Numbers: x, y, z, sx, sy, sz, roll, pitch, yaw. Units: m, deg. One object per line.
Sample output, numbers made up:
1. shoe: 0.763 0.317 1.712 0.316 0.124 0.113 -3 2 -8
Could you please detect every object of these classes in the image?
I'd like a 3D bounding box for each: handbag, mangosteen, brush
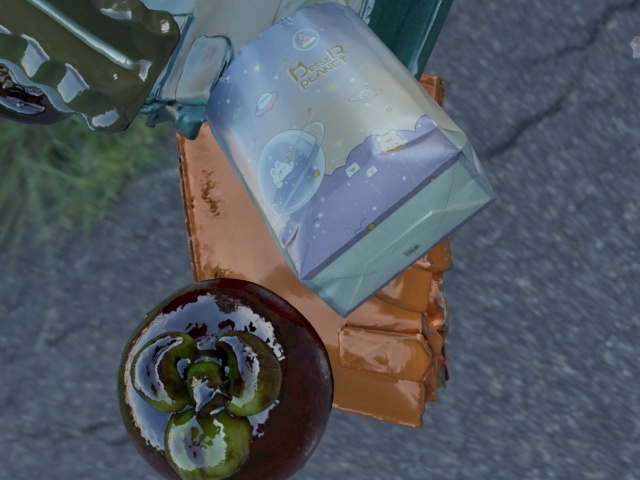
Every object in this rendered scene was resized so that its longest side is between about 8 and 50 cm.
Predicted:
1. handbag: -0.031 -0.190 1.159 0.326 0.089 0.238 4 69 52
2. handbag: 0.000 0.000 1.788 0.303 0.410 0.116 11 35 23
3. mangosteen: -0.096 0.148 1.535 0.215 0.257 0.215 0 95 4
4. handbag: 0.009 -0.054 0.892 0.117 0.095 0.173 -37 53 5
5. brush: -0.219 -0.172 0.909 0.084 0.301 0.071 -58 14 -8

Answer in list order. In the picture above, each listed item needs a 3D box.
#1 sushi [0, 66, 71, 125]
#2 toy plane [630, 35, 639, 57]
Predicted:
1. sushi: -0.335 -0.236 1.731 0.215 0.227 0.212 24 88 47
2. toy plane: 0.356 -0.194 1.524 0.120 0.031 0.049 -3 50 18
